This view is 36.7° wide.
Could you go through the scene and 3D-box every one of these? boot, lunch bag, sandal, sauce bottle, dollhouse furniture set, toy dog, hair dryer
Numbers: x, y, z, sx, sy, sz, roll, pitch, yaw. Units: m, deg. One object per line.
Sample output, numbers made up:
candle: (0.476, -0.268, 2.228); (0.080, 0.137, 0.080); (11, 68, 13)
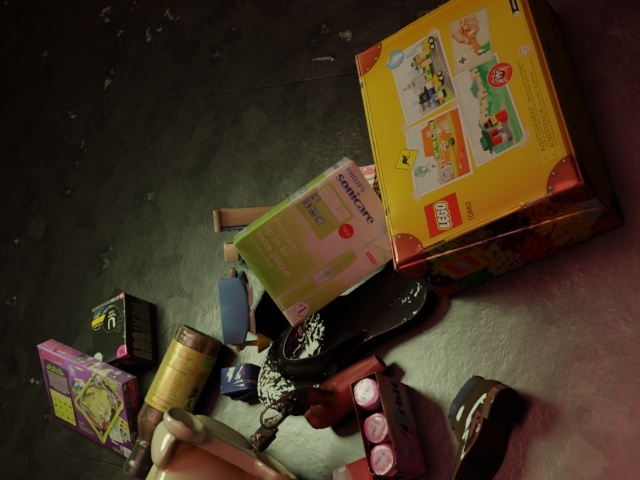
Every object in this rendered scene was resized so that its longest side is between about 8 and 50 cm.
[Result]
boot: (0.268, 0.343, 1.695); (0.219, 0.082, 0.106); (-65, 25, 3)
lunch bag: (-0.169, 0.305, 2.053); (0.098, 0.067, 0.065); (-19, 60, 33)
sandal: (0.021, 0.178, 1.926); (0.446, 0.107, 0.167); (-39, 52, 19)
sauce bottle: (-0.335, 0.361, 2.138); (0.111, 0.111, 0.344); (24, 88, 43)
dollhouse furniture set: (-0.114, 0.075, 2.092); (0.198, 0.286, 0.303); (-4, 93, -1)
toy dog: (-0.295, 0.547, 1.876); (0.408, 0.284, 0.395); (-61, 20, -6)
hair dryer: (0.006, 0.307, 1.820); (0.293, 0.223, 0.080); (-30, 74, -25)

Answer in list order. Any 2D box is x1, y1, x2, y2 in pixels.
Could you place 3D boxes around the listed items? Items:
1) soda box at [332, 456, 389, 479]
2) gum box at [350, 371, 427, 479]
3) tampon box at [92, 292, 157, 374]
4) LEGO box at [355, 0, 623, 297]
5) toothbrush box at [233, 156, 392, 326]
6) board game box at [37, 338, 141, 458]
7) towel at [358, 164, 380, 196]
soda box: (0.082, 0.510, 1.677); (0.083, 0.092, 0.263); (-27, 34, 17)
gum box: (0.125, 0.348, 1.768); (0.062, 0.107, 0.188); (-29, 55, 26)
tampon box: (-0.472, 0.229, 2.310); (0.120, 0.101, 0.161); (-26, 57, 29)
LEGO box: (0.298, -0.202, 1.809); (0.372, 0.193, 0.500); (-25, 57, 29)
toothbrush box: (0.000, 0.000, 1.894); (0.283, 0.206, 0.122); (-35, 9, 0)
board game box: (-0.537, 0.372, 2.264); (0.347, 0.056, 0.208); (14, 122, 41)
towel: (0.056, -0.066, 2.060); (0.144, 0.029, 0.197); (-2, 70, 39)
